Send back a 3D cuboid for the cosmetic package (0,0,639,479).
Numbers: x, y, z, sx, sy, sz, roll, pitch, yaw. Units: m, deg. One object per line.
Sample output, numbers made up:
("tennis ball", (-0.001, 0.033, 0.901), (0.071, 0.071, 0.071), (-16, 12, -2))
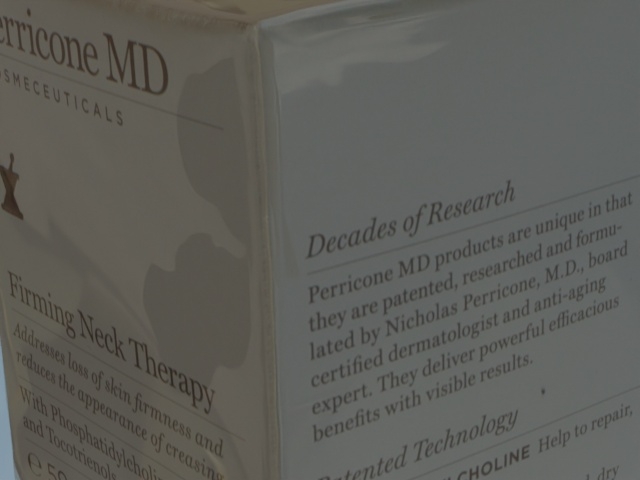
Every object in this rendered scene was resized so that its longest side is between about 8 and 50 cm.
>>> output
("cosmetic package", (0.000, 0.000, 1.146), (0.327, 0.393, 0.329), (-16, -156, -34))
